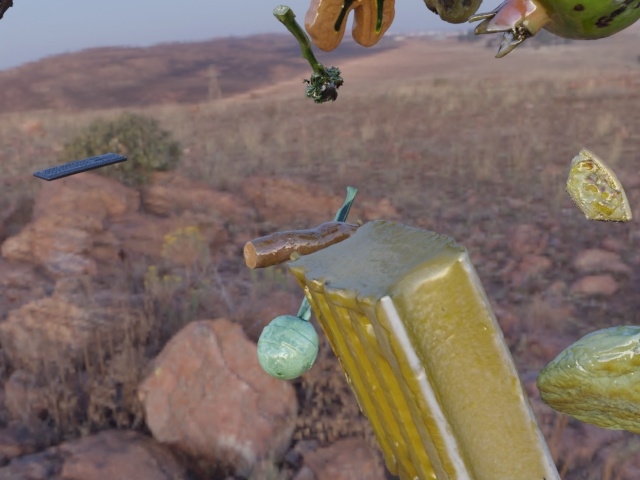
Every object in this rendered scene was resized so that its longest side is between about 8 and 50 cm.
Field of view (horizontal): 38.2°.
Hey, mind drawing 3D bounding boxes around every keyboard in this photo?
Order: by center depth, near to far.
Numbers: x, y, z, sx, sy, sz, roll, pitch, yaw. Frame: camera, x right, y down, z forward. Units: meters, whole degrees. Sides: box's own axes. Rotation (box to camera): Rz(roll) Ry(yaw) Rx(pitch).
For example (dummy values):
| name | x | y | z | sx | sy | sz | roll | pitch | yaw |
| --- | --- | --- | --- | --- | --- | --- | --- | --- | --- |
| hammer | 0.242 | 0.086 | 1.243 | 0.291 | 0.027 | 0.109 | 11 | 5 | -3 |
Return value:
| name | x | y | z | sx | sy | sz | roll | pitch | yaw |
| --- | --- | --- | --- | --- | --- | --- | --- | --- | --- |
| keyboard | -0.397 | -0.124 | 1.534 | 0.053 | 0.010 | 0.155 | 16 | 27 | 40 |

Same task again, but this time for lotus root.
| name | x | y | z | sx | sy | sz | roll | pitch | yaw |
| --- | --- | --- | --- | --- | --- | --- | --- | --- | --- |
| lotus root | 0.293 | -0.596 | 2.003 | 0.154 | 0.278 | 0.154 | -5 | 51 | 6 |

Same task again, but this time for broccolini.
| name | x | y | z | sx | sy | sz | roll | pitch | yaw |
| --- | --- | --- | --- | --- | --- | --- | --- | --- | --- |
| broccolini | -0.027 | -0.296 | 1.467 | 0.057 | 0.071 | 0.254 | -15 | -27 | 16 |

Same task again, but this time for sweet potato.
| name | x | y | z | sx | sy | sz | roll | pitch | yaw |
| --- | --- | --- | --- | --- | --- | --- | --- | --- | --- |
| sweet potato | 0.000 | 0.000 | 1.630 | 0.281 | 0.059 | 0.067 | -12 | 1 | -33 |

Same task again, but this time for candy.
| name | x | y | z | sx | sy | sz | roll | pitch | yaw |
| --- | --- | --- | --- | --- | --- | --- | --- | --- | --- |
| candy | -0.005 | 0.079 | 1.875 | 0.119 | 0.440 | 0.119 | 20 | -23 | 9 |

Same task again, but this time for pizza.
| name | x | y | z | sx | sy | sz | roll | pitch | yaw |
| --- | --- | --- | --- | --- | --- | --- | --- | --- | --- |
| pizza | 0.505 | -0.092 | 1.679 | 0.099 | 0.160 | 0.036 | -34 | -2 | -25 |

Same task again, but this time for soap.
| name | x | y | z | sx | sy | sz | roll | pitch | yaw |
| --- | --- | --- | --- | --- | --- | --- | --- | --- | --- |
| soap | 0.117 | 0.154 | 1.111 | 0.156 | 0.335 | 0.293 | -28 | 13 | -17 |

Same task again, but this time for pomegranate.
| name | x | y | z | sx | sy | sz | roll | pitch | yaw |
| --- | --- | --- | --- | --- | --- | --- | --- | --- | --- |
| pomegranate | 0.416 | -0.428 | 1.498 | 0.290 | 0.323 | 0.291 | 30 | -12 | 7 |

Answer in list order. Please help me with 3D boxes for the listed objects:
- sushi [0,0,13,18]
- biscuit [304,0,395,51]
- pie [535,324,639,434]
| name | x | y | z | sx | sy | sz | roll | pitch | yaw |
| --- | --- | --- | --- | --- | --- | --- | --- | --- | --- |
| sushi | -0.337 | -0.289 | 0.864 | 0.150 | 0.153 | 0.172 | -11 | 17 | 36 |
| biscuit | 0.073 | -0.487 | 1.574 | 0.202 | 0.334 | 0.047 | -12 | 32 | -40 |
| pie | 0.405 | 0.183 | 1.147 | 0.257 | 0.106 | 0.274 | -25 | -42 | 39 |
